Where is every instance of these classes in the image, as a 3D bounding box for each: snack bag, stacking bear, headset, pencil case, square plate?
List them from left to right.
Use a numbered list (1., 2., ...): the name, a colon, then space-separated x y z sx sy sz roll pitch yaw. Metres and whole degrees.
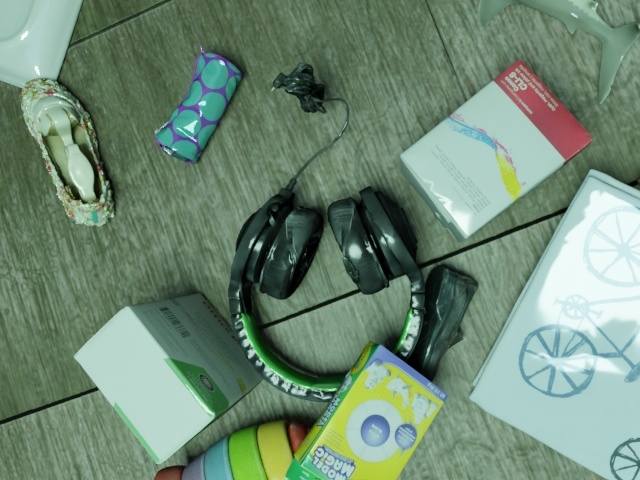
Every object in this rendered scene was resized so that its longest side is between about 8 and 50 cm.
1. square plate: -0.514 -0.434 0.865 0.344 0.049 0.347 19 90 9
2. pencil case: -0.171 -0.184 0.787 0.070 0.064 0.151 29 92 -15
3. stacking bear: -0.043 0.300 0.701 0.289 0.175 0.164 -25 52 -3
4. headset: 0.000 0.000 0.689 0.243 0.185 0.394 -3 86 9
5. snack bag: 0.387 0.132 0.629 0.343 0.037 0.323 28 106 22

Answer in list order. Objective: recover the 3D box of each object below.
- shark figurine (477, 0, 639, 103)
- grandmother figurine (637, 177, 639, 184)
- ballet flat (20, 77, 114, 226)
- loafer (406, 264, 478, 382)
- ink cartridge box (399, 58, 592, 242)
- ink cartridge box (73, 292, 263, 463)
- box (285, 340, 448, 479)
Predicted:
1. shark figurine: 0.267 -0.302 0.721 0.278 0.166 0.116 37 120 -8
2. grandmother figurine: 0.468 0.077 0.654 0.208 0.104 0.342 -16 82 17
3. ballet flat: -0.354 -0.135 0.803 0.091 0.077 0.241 -25 87 -24
4. loafer: 0.156 0.120 0.722 0.061 0.062 0.170 16 93 -12
5. ink cartridge box: 0.201 -0.098 0.689 0.176 0.128 0.127 -39 82 5
6. ink cartridge box: -0.168 0.154 0.697 0.093 0.212 0.154 -43 82 8
7. box: 0.050 0.216 0.632 0.105 0.043 0.179 37 80 -8
